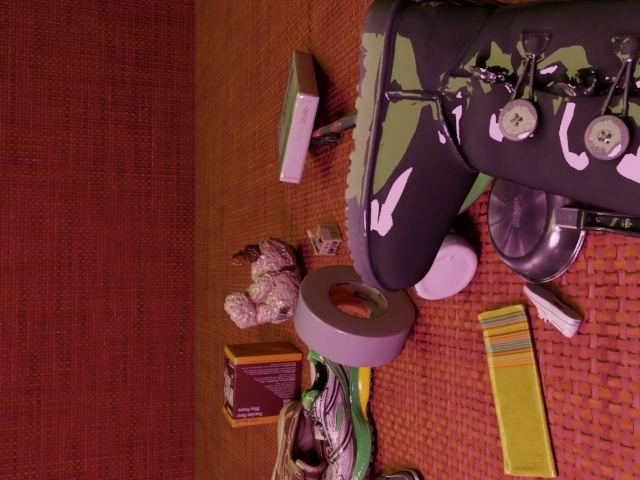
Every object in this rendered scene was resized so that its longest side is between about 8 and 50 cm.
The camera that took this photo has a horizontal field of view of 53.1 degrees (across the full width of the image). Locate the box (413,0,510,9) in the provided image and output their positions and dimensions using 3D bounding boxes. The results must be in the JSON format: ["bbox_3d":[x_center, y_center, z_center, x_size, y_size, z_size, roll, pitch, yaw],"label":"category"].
[{"bbox_3d":[0.226,-0.233,0.870,0.247,0.163,0.142,-122,34,-52],"label":"box"}]

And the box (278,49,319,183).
[{"bbox_3d":[-0.062,-0.322,1.637,0.322,0.059,0.232,-94,16,-56],"label":"box"}]

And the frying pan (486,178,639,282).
[{"bbox_3d":[0.307,-0.008,0.828,0.326,0.053,0.197,-119,35,-56],"label":"frying pan"}]

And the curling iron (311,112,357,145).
[{"bbox_3d":[0.058,-0.259,1.443,0.274,0.068,0.035,-15,74,62],"label":"curling iron"}]

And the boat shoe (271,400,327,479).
[{"bbox_3d":[-0.045,0.568,1.587,0.123,0.123,0.342,144,132,-60],"label":"boat shoe"}]

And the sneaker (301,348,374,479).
[{"bbox_3d":[0.024,0.380,1.362,0.134,0.146,0.343,150,121,-67],"label":"sneaker"}]

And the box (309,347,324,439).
[{"bbox_3d":[0.015,0.303,1.515,0.067,0.063,0.324,148,120,-63],"label":"box"}]

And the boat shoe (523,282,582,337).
[{"bbox_3d":[0.302,0.093,0.848,0.100,0.035,0.035,46,129,51],"label":"boat shoe"}]

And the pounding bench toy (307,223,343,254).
[{"bbox_3d":[0.000,0.000,1.532,0.065,0.083,0.052,116,147,-45],"label":"pounding bench toy"}]

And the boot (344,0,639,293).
[{"bbox_3d":[0.248,-0.060,0.660,0.445,0.146,0.367,14,120,32],"label":"boot"}]

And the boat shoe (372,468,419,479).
[{"bbox_3d":[0.127,0.488,1.227,0.206,0.065,0.075,126,138,-55],"label":"boat shoe"}]

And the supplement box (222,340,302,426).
[{"bbox_3d":[-0.165,0.396,1.788,0.129,0.191,0.194,-163,74,-67],"label":"supplement box"}]

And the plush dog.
[{"bbox_3d":[-0.120,0.099,1.702,0.211,0.262,0.225,-21,77,31],"label":"plush dog"}]

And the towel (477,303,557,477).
[{"bbox_3d":[0.278,0.214,0.919,0.102,0.021,0.237,141,126,-63],"label":"towel"}]

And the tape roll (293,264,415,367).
[{"bbox_3d":[0.062,0.136,1.194,0.219,0.219,0.072,-120,37,-52],"label":"tape roll"}]

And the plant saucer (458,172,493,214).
[{"bbox_3d":[0.189,-0.082,1.010,0.037,0.195,0.195,55,178,-33],"label":"plant saucer"}]

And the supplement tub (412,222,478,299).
[{"bbox_3d":[0.169,-0.002,1.068,0.190,0.117,0.117,-116,34,-49],"label":"supplement tub"}]
